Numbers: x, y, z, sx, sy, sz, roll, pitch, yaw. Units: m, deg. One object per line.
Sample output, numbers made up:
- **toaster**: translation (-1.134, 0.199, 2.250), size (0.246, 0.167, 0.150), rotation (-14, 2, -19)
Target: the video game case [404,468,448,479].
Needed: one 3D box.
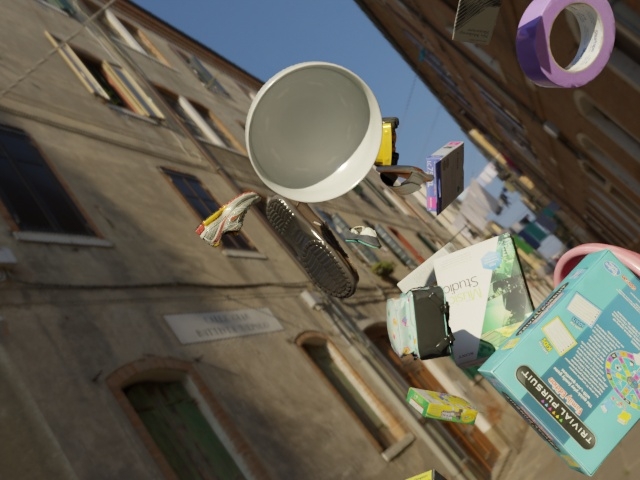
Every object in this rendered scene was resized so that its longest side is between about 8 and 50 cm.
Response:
- **video game case**: translation (0.283, 0.712, 1.505), size (0.248, 0.275, 0.035), rotation (-36, 22, 31)

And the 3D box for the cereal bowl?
- **cereal bowl**: translation (-0.023, -0.273, 1.437), size (0.339, 0.141, 0.339), rotation (-5, -66, -11)

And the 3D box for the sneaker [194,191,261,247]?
- **sneaker**: translation (-0.259, -0.064, 1.696), size (0.225, 0.093, 0.088), rotation (-42, 9, -25)

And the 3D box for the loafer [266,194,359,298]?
- **loafer**: translation (0.000, 0.000, 1.677), size (0.130, 0.366, 0.134), rotation (-27, -14, -47)

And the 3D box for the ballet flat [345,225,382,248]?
- **ballet flat**: translation (0.158, -0.016, 2.124), size (0.074, 0.074, 0.203), rotation (-32, 22, -23)

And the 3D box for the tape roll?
- **tape roll**: translation (0.700, -0.577, 1.654), size (0.275, 0.275, 0.090), rotation (-39, 22, -6)

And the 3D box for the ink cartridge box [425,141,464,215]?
- **ink cartridge box**: translation (0.421, -0.215, 1.976), size (0.311, 0.065, 0.186), rotation (-38, -52, -55)

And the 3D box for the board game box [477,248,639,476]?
- **board game box**: translation (0.510, 0.223, 1.099), size (0.336, 0.254, 0.079), rotation (-42, -4, -10)

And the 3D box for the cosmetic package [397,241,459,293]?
- **cosmetic package**: translation (0.402, 0.113, 2.118), size (0.231, 0.085, 0.117), rotation (-44, -10, 27)

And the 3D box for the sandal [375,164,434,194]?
- **sandal**: translation (0.251, -0.164, 1.643), size (0.265, 0.102, 0.076), rotation (4, -90, -54)

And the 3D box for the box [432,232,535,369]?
- **box**: translation (0.445, 0.162, 1.561), size (0.232, 0.322, 0.058), rotation (-23, -33, 26)

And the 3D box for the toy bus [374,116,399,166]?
- **toy bus**: translation (0.152, -0.321, 1.897), size (0.220, 0.211, 0.149), rotation (-56, -36, -69)

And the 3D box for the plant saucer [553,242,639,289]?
- **plant saucer**: translation (0.682, 0.146, 1.303), size (0.084, 0.332, 0.332), rotation (-29, -23, -18)

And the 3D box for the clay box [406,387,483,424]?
- **clay box**: translation (0.405, 0.539, 1.876), size (0.222, 0.127, 0.053), rotation (17, -86, -22)

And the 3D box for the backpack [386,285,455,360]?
- **backpack**: translation (0.226, 0.191, 1.335), size (0.144, 0.166, 0.188), rotation (-10, -6, 6)

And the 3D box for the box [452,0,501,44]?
- **box**: translation (0.424, -0.647, 1.529), size (0.275, 0.113, 0.094), rotation (74, -153, -68)
